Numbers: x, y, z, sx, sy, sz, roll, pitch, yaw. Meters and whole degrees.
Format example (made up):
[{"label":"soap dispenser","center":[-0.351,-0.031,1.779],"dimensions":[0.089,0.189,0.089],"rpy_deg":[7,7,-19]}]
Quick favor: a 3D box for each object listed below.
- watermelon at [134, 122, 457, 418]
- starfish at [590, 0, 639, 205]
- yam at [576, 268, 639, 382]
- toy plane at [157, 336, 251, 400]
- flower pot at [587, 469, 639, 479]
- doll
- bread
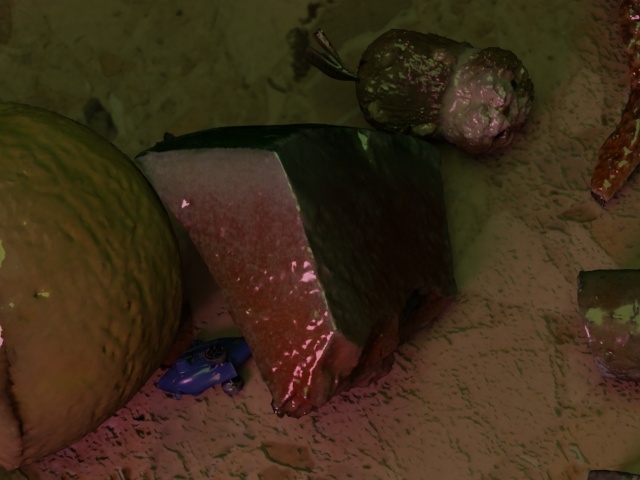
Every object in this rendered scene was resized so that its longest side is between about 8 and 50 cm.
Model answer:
[{"label":"watermelon","center":[0.007,-0.014,1.778],"dimensions":[0.151,0.264,0.302],"rpy_deg":[-38,74,28]},{"label":"starfish","center":[0.354,-0.291,1.882],"dimensions":[0.384,0.132,0.398],"rpy_deg":[-24,68,2]},{"label":"yam","center":[0.324,0.077,1.758],"dimensions":[0.194,0.107,0.107],"rpy_deg":[2,69,11]},{"label":"toy plane","center":[-0.077,0.099,1.850],"dimensions":[0.167,0.054,0.062],"rpy_deg":[-25,41,0]},{"label":"flower pot","center":[0.323,0.273,1.681],"dimensions":[0.229,0.103,0.108],"rpy_deg":[11,70,14]},{"label":"doll","center":[0.092,-0.144,1.879],"dimensions":[0.221,0.115,0.105],"rpy_deg":[8,111,5]},{"label":"bread","center":[-0.278,0.036,1.767],"dimensions":[0.320,0.320,0.237],"rpy_deg":[34,43,20]}]
